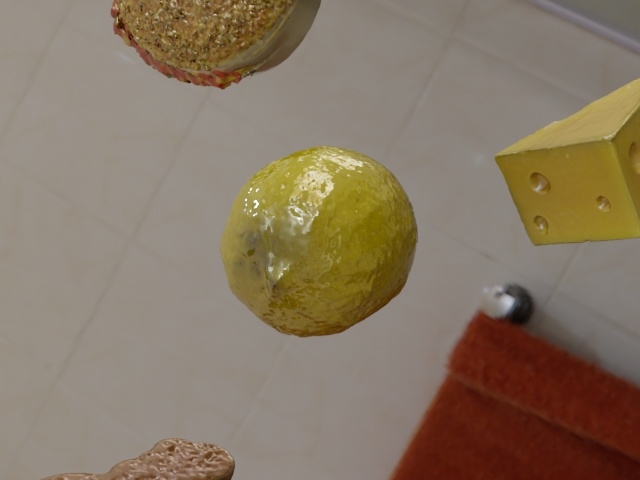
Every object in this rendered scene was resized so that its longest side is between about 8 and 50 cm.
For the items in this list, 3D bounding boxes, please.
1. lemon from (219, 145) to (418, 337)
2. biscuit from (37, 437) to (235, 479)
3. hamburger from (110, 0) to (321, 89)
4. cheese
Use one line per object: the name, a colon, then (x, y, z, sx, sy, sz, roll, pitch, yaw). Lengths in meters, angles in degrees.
lemon: (-0.001, 0.002, 1.146, 0.193, 0.180, 0.181, -53, -22, -36)
biscuit: (-0.163, 0.250, 1.013, 0.295, 0.186, 0.044, -10, -57, -40)
hamburger: (-0.137, -0.344, 1.637, 0.179, 0.276, 0.294, 6, -62, -60)
cheese: (0.261, -0.078, 1.067, 0.171, 0.126, 0.093, -36, -72, -32)
